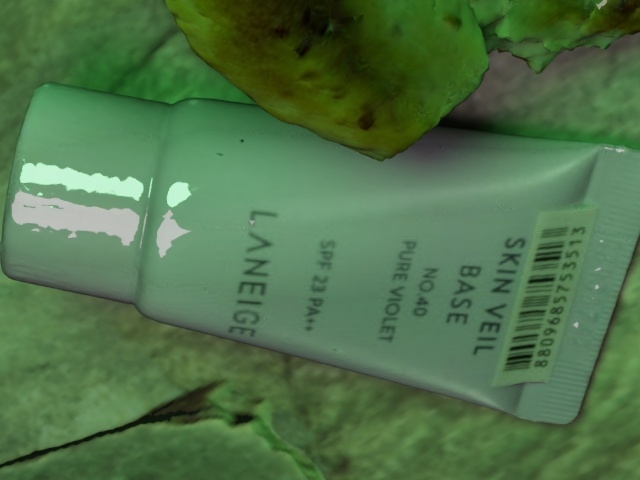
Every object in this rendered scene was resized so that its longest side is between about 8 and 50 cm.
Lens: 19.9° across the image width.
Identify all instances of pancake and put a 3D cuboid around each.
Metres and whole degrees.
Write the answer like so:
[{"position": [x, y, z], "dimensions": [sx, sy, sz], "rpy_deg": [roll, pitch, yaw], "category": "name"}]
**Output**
[{"position": [0.042, -0.205, 0.570], "dimensions": [0.304, 0.067, 0.427], "rpy_deg": [-2, 122, -25], "category": "pancake"}]

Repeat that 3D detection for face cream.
[{"position": [0.000, 0.000, 0.814], "dimensions": [0.273, 0.096, 0.154], "rpy_deg": [11, 121, -2], "category": "face cream"}]
